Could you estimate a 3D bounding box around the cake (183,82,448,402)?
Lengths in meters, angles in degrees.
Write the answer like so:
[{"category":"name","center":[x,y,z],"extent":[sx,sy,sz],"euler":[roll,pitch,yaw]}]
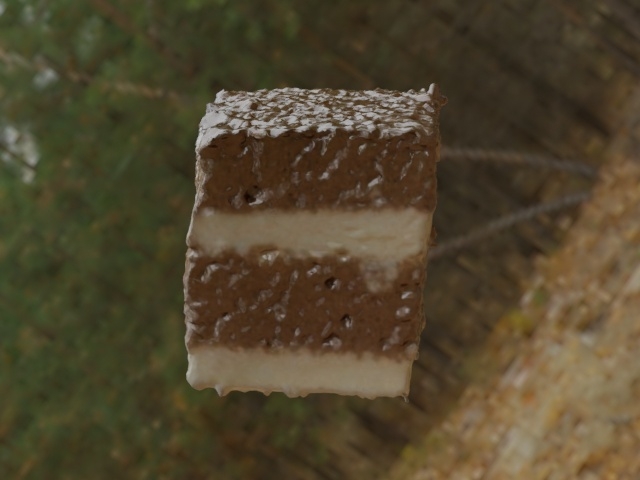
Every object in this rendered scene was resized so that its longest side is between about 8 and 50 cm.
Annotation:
[{"category":"cake","center":[0.000,0.000,0.977],"extent":[0.135,0.134,0.147],"euler":[-71,-21,-76]}]
